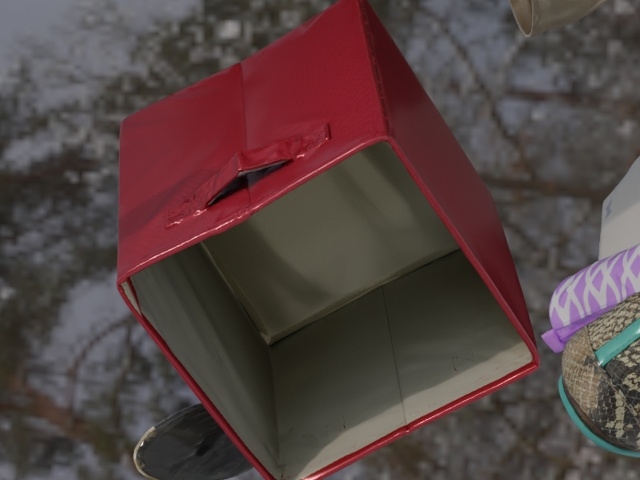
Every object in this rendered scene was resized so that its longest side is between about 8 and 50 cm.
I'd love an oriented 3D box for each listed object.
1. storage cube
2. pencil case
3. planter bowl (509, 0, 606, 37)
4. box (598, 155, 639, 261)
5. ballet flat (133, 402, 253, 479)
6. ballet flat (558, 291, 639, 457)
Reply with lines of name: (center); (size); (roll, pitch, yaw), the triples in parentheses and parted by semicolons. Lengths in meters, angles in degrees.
storage cube: (0.000, 0.000, 1.190); (0.215, 0.184, 0.193); (54, -165, -30)
pencil case: (0.287, 0.046, 1.727); (0.086, 0.206, 0.088); (47, -123, -7)
planter bowl: (0.206, -0.258, 1.611); (0.162, 0.109, 0.162); (167, 90, -89)
box: (0.398, 0.008, 1.853); (0.148, 0.232, 0.126); (123, 163, -49)
ballet flat: (-0.053, 0.132, 1.387); (0.173, 0.049, 0.057); (-19, -88, -22)
ballet flat: (0.404, 0.127, 1.697); (0.483, 0.182, 0.164); (17, -143, -45)
